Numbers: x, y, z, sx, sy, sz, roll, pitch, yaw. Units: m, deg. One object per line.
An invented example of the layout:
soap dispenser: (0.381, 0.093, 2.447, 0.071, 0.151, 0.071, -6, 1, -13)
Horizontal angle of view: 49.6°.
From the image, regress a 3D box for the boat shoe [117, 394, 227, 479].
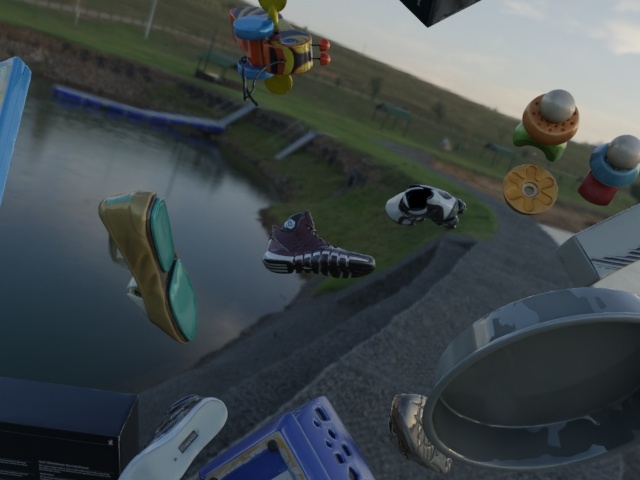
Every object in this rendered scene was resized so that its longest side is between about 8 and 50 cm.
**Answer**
boat shoe: (-0.214, 0.289, 0.968, 0.183, 0.065, 0.083, -40, 17, -29)

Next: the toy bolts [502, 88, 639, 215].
toy bolts: (0.456, -0.146, 1.248, 0.228, 0.218, 0.158, 23, -17, 10)

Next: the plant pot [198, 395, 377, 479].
plant pot: (-0.057, 0.431, 1.212, 0.236, 0.236, 0.212, 59, 11, 17)

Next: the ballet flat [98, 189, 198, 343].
ballet flat: (-0.197, 0.033, 0.803, 0.073, 0.232, 0.080, 1, 42, 7)

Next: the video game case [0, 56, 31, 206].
video game case: (-0.242, -0.033, 0.381, 0.166, 0.119, 0.015, -16, -37, 13)

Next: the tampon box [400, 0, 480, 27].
tampon box: (0.085, -0.284, 0.566, 0.161, 0.101, 0.120, 52, -18, 22)

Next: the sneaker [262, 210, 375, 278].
sneaker: (0.000, 0.000, 1.734, 0.281, 0.162, 0.106, 5, -27, -1)

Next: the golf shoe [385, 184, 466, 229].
golf shoe: (0.176, -0.075, 1.287, 0.094, 0.077, 0.198, 31, -15, -32)

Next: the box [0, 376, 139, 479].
box: (-0.427, 0.325, 1.092, 0.261, 0.184, 0.103, 8, 30, 1)

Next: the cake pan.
cake pan: (0.249, 0.152, 0.728, 0.293, 0.293, 0.054, 15, 41, -19)

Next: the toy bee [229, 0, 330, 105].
toy bee: (-0.070, -0.329, 1.218, 0.162, 0.195, 0.298, -7, 59, -7)

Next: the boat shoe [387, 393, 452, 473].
boat shoe: (0.199, 0.423, 1.511, 0.116, 0.123, 0.324, 6, -34, 30)

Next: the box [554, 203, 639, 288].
box: (0.589, -0.010, 1.288, 0.094, 0.275, 0.113, 63, -8, 15)
